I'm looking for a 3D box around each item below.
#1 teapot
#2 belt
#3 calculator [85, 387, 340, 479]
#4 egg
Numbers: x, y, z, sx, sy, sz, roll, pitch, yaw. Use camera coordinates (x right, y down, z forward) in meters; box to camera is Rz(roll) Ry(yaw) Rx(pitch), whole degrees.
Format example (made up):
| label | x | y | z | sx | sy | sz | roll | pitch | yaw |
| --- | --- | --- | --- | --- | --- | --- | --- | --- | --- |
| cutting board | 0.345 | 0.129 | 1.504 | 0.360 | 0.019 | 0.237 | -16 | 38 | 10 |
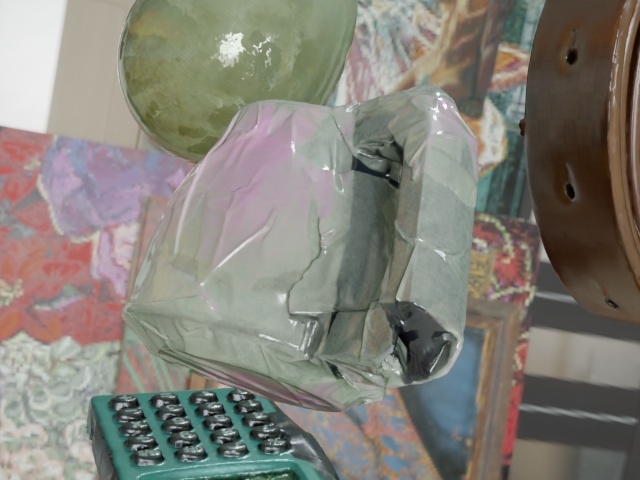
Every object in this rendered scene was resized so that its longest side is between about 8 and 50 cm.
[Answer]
| label | x | y | z | sx | sy | sz | roll | pitch | yaw |
| --- | --- | --- | --- | --- | --- | --- | --- | --- | --- |
| teapot | -0.014 | -0.004 | 0.537 | 0.163 | 0.178 | 0.221 | 18 | -16 | -8 |
| belt | 0.223 | -0.073 | 0.569 | 0.184 | 0.262 | 0.105 | -13 | 11 | -21 |
| calculator | -0.125 | 0.245 | 1.051 | 0.248 | 0.058 | 0.274 | 2 | 22 | -26 |
| egg | -0.075 | -0.211 | 0.956 | 0.218 | 0.295 | 0.218 | 36 | -14 | 11 |
